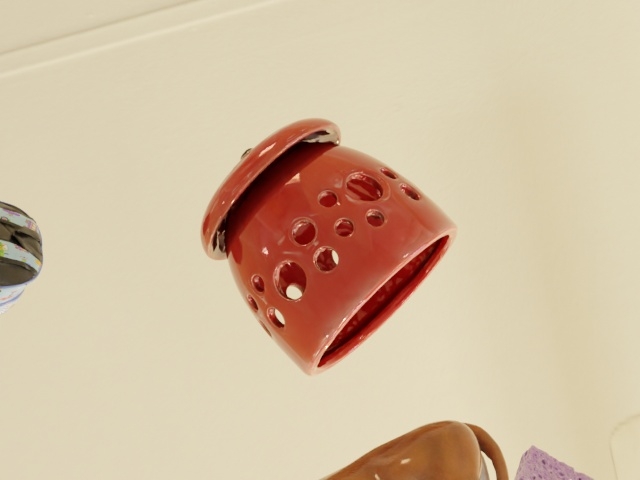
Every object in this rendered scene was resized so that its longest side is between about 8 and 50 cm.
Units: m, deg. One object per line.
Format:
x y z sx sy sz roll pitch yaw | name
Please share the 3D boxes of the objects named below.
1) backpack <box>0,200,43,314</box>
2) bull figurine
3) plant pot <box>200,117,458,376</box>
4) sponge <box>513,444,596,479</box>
-0.389 0.021 1.236 0.173 0.158 0.117 9 -53 -24 | backpack
0.000 0.237 0.798 0.310 0.188 0.101 -33 -54 2 | bull figurine
0.000 0.000 1.053 0.174 0.191 0.191 44 -77 15 | plant pot
0.278 0.367 1.436 0.117 0.210 0.031 30 -40 -2 | sponge
